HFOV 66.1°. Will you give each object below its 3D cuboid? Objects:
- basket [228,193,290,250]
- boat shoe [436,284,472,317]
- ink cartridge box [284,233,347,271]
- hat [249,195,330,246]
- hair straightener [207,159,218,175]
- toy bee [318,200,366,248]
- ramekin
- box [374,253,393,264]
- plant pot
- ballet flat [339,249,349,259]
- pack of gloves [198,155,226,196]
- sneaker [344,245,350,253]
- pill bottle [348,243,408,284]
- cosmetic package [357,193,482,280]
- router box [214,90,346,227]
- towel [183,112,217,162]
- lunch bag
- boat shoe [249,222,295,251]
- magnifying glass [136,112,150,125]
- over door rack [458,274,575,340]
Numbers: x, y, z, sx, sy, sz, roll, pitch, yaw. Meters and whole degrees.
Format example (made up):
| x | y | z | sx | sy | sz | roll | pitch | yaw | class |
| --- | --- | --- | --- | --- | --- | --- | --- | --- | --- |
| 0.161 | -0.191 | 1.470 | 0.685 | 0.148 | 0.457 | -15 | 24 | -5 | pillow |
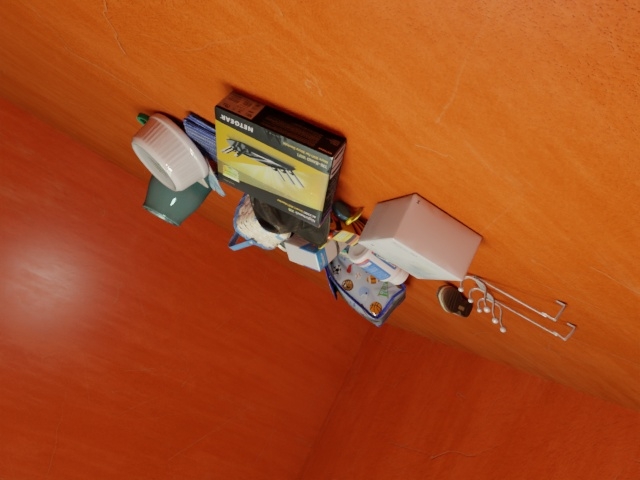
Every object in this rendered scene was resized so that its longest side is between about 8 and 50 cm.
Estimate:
| x | y | z | sx | sy | sz | roll | pitch | yaw | class |
| --- | --- | --- | --- | --- | --- | --- | --- | --- | --- |
| -0.201 | -0.086 | 1.716 | 0.201 | 0.254 | 0.289 | 37 | 155 | -31 | basket |
| 0.503 | 0.236 | 1.933 | 0.095 | 0.095 | 0.257 | 25 | 171 | 44 | boat shoe |
| 0.000 | 0.000 | 1.711 | 0.148 | 0.203 | 0.085 | 18 | 136 | 38 | ink cartridge box |
| -0.119 | -0.101 | 1.409 | 0.331 | 0.134 | 0.331 | 38 | 146 | 32 | hat |
| -0.357 | -0.249 | 1.855 | 0.231 | 0.047 | 0.089 | 21 | 168 | 37 | hair straightener |
| 0.032 | -0.038 | 1.535 | 0.299 | 0.162 | 0.195 | 9 | 136 | -19 | toy bee |
| -0.517 | -0.287 | 1.670 | 0.273 | 0.127 | 0.272 | 37 | 160 | 16 | ramekin |
| 0.245 | 0.028 | 1.625 | 0.094 | 0.027 | 0.137 | 27 | 145 | 1 | box |
| -0.645 | -0.211 | 2.191 | 0.272 | 0.255 | 0.271 | 26 | 169 | 6 | plant pot |
| 0.132 | 0.039 | 1.995 | 0.241 | 0.091 | 0.077 | 28 | -160 | 17 | ballet flat |
| -0.424 | -0.268 | 1.789 | 0.195 | 0.046 | 0.232 | 34 | 159 | 28 | pack of gloves |
| 0.099 | 0.018 | 1.908 | 0.163 | 0.086 | 0.226 | 35 | 166 | -21 | sneaker |
| 0.217 | 0.074 | 1.783 | 0.222 | 0.124 | 0.124 | 35 | 167 | -30 | pill bottle |
| 0.258 | -0.001 | 1.317 | 0.224 | 0.138 | 0.225 | 30 | 167 | -15 | cosmetic package |
| -0.106 | -0.193 | 1.204 | 0.309 | 0.081 | 0.242 | 25 | 142 | 12 | router box |
| -0.321 | -0.300 | 1.616 | 0.243 | 0.040 | 0.336 | 27 | 171 | -7 | towel |
| 0.163 | 0.181 | 2.157 | 0.385 | 0.239 | 0.328 | 41 | 173 | 15 | lunch bag |
| -0.228 | -0.071 | 2.339 | 0.099 | 0.116 | 0.319 | -33 | 122 | 26 | boat shoe |
| -0.598 | -0.397 | 1.829 | 0.092 | 0.026 | 0.231 | 23 | 169 | 21 | magnifying glass |
| 0.626 | 0.234 | 1.593 | 0.324 | 0.108 | 0.239 | 18 | 166 | 39 | over door rack |
